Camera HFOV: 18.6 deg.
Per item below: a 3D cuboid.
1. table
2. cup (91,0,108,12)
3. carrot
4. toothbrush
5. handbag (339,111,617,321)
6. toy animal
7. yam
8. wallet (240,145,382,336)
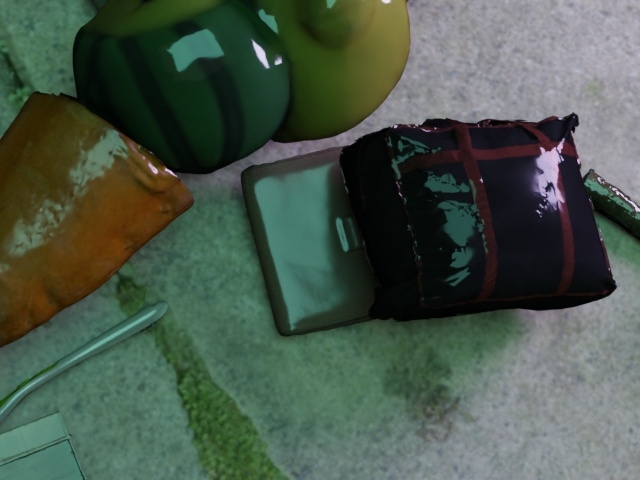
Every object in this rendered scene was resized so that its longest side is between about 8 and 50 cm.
[{"bbox_3d":[-0.230,0.191,1.575,0.079,0.062,0.083,-21,81,-15],"label":"table"},{"bbox_3d":[-0.179,-0.242,1.699,0.075,0.054,0.083,-34,83,-16],"label":"cup"},{"bbox_3d":[-0.234,0.002,1.576,0.159,0.159,0.225,40,74,0],"label":"carrot"},{"bbox_3d":[-0.233,0.124,1.614,0.263,0.022,0.026,-31,96,-17],"label":"toothbrush"},{"bbox_3d":[0.132,-0.022,1.648,0.215,0.155,0.169,-4,82,-29],"label":"handbag"},{"bbox_3d":[-0.040,-0.167,1.638,0.338,0.216,0.191,-29,110,-18],"label":"toy animal"},{"bbox_3d":[0.288,-0.018,1.753,0.129,0.027,0.033,33,73,-3],"label":"yam"},{"bbox_3d":[0.000,0.000,1.684,0.118,0.039,0.153,-11,82,-13],"label":"wallet"}]
